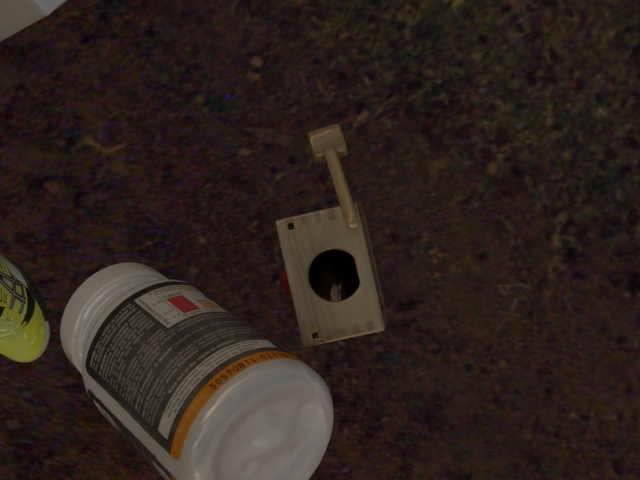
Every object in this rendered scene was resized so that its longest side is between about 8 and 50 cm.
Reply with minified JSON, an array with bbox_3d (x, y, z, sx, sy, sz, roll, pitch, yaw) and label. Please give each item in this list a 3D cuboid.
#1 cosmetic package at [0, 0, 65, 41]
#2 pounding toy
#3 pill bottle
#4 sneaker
[{"bbox_3d":[-0.464,-0.444,1.553,0.197,0.365,0.155,-47,113,-22],"label":"cosmetic package"},{"bbox_3d":[-0.002,-0.005,0.961,0.094,0.181,0.206,-13,91,5],"label":"pounding toy"},{"bbox_3d":[-0.130,0.132,0.937,0.162,0.278,0.162,-21,125,-33],"label":"pill bottle"},{"bbox_3d":[-0.559,0.089,1.577,0.145,0.147,0.384,-14,135,4],"label":"sneaker"}]
